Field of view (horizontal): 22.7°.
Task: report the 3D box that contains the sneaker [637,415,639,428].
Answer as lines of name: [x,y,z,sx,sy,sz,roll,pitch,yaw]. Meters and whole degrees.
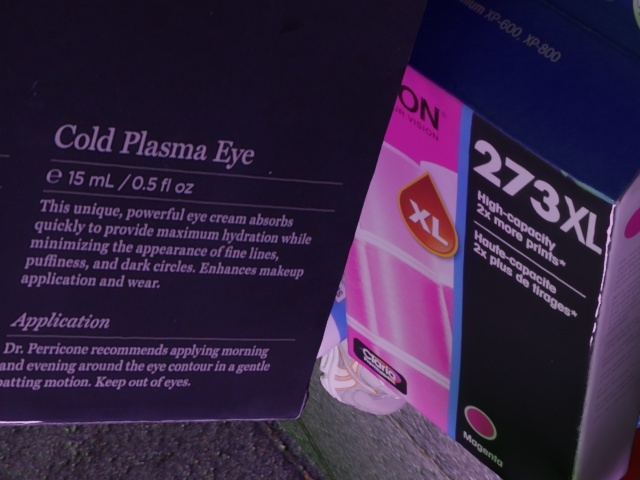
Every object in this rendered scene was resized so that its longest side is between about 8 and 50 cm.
sneaker: [0.163,0.076,0.985,0.092,0.087,0.229,45,159,52]

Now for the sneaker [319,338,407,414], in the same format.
sneaker: [0.064,0.121,1.534,0.121,0.099,0.262,43,167,28]

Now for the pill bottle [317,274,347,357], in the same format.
pill bottle: [0.000,0.000,1.045,0.124,0.221,0.124,51,170,13]

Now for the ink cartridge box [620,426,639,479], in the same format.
ink cartridge box: [0.170,0.225,0.823,0.261,0.296,0.066,45,166,38]

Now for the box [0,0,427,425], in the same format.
box: [-0.144,-0.099,0.666,0.343,0.312,0.179,4,-157,-36]

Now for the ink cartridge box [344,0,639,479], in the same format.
ink cartridge box: [0.090,-0.015,0.800,0.176,0.069,0.371,38,150,28]
